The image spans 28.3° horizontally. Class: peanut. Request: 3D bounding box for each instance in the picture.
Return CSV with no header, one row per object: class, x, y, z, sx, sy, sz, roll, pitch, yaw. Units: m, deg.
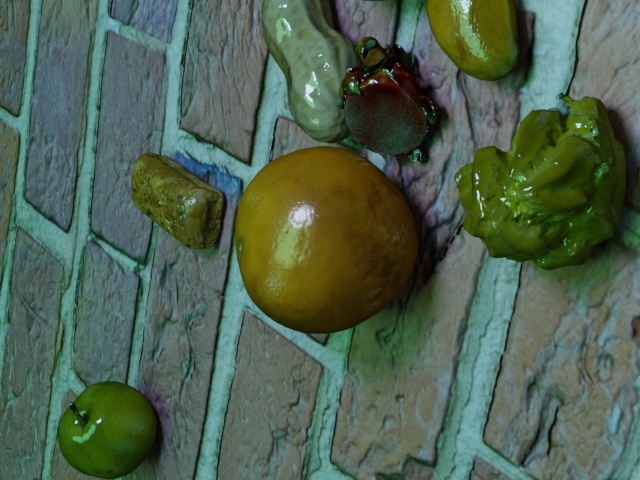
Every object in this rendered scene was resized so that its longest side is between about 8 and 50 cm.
peanut,-0.011,-0.270,1.810,0.125,0.111,0.275,-38,66,41

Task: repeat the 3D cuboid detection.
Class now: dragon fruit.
dragon fruit,0.092,-0.198,1.702,0.138,0.142,0.175,-5,66,12

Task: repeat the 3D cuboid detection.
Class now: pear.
pear,-0.392,0.335,2.255,0.180,0.216,0.166,-38,62,10

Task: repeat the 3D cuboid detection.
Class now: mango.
mango,0.191,-0.276,1.588,0.115,0.089,0.165,-14,86,41

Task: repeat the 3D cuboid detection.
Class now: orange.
orange,0.000,0.000,1.731,0.261,0.261,0.261,7,100,50

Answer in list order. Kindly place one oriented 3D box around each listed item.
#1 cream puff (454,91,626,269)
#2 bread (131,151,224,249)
cream puff,0.249,-0.052,1.473,0.221,0.194,0.195,-46,60,46
bread,-0.246,-0.069,2.141,0.211,0.083,0.114,33,122,45
